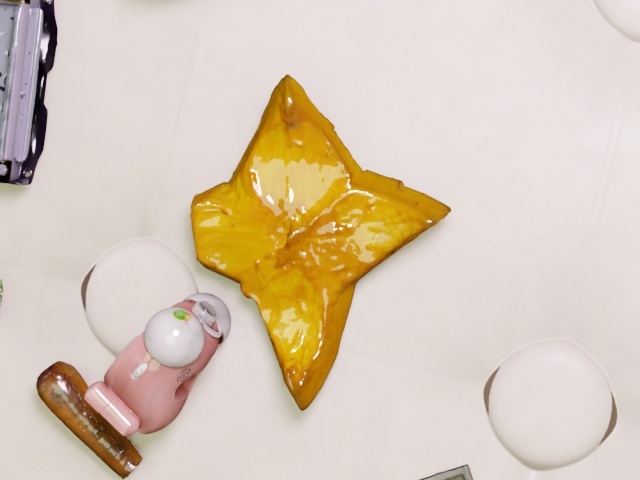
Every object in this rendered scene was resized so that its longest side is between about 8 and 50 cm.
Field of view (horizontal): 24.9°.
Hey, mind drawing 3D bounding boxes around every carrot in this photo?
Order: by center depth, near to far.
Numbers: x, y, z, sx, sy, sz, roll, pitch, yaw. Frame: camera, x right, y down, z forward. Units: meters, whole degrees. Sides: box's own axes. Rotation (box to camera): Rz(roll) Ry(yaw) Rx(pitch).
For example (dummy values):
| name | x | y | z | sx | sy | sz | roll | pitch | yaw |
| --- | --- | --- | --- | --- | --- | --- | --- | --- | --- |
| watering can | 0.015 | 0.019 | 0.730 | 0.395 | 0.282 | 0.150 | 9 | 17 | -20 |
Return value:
| name | x | y | z | sx | sy | sz | roll | pitch | yaw |
| --- | --- | --- | --- | --- | --- | --- | --- | --- | --- |
| carrot | -0.277 | 0.215 | 1.736 | 0.055 | 0.055 | 0.161 | -40 | 92 | 9 |

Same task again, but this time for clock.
| name | x | y | z | sx | sy | sz | roll | pitch | yaw |
| --- | --- | --- | --- | --- | --- | --- | --- | --- | --- |
| clock | -0.171 | 0.138 | 1.660 | 0.093 | 0.166 | 0.162 | 42 | 105 | 6 |
| clock | -0.421 | -0.192 | 1.734 | 0.186 | 0.083 | 0.253 | 8 | 92 | 10 |

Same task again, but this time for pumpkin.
| name | x | y | z | sx | sy | sz | roll | pitch | yaw |
| --- | --- | --- | --- | --- | --- | --- | --- | --- | --- |
| pumpkin | -0.026 | 0.001 | 1.662 | 0.258 | 0.095 | 0.290 | 39 | 101 | 3 |

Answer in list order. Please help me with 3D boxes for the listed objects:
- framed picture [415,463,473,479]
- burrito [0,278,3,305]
| name | x | y | z | sx | sy | sz | roll | pitch | yaw |
| --- | --- | --- | --- | --- | --- | --- | --- | --- | --- |
| framed picture | 0.085 | 0.383 | 1.691 | 0.250 | 0.016 | 0.184 | -21 | 87 | 10 |
| burrito | -0.473 | -0.013 | 1.754 | 0.104 | 0.054 | 0.288 | -40 | 74 | -20 |
